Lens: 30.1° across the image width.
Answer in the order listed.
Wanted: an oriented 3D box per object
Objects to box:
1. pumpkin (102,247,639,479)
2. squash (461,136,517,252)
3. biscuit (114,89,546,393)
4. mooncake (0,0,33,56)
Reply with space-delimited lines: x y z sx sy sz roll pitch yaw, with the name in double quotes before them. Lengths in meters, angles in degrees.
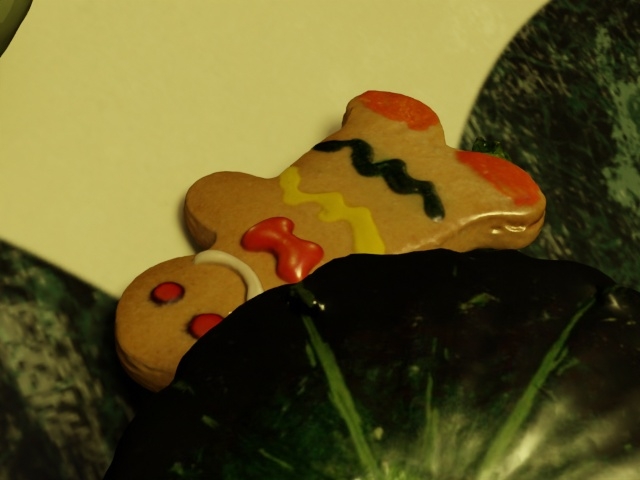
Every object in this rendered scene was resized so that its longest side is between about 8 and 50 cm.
"pumpkin" 0.057 0.152 0.490 0.296 0.296 0.296 14 55 -21
"squash" 0.071 0.018 0.683 0.066 0.066 0.252 39 49 -2
"biscuit" 0.000 -0.001 0.628 0.250 0.036 0.165 -32 51 -30
"mooncake" -0.266 -0.153 0.532 0.275 0.135 0.275 27 44 -30
